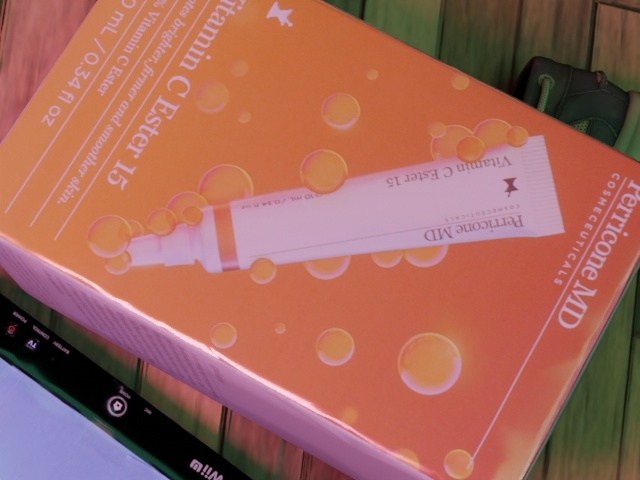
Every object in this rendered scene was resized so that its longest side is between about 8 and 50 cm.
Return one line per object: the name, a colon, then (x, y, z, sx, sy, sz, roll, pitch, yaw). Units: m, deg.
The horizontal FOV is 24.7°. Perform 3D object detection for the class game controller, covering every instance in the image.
game controller: (-0.169, 0.160, 0.921, 0.319, 0.067, 0.166, 39, 75, -14)

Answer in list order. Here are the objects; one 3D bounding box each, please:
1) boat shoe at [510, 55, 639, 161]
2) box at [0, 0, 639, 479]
boat shoe: (0.109, 0.025, 1.015, 0.130, 0.132, 0.355, 32, 70, 1)
box: (0.000, 0.000, 0.872, 0.345, 0.168, 0.215, 28, 76, 10)
